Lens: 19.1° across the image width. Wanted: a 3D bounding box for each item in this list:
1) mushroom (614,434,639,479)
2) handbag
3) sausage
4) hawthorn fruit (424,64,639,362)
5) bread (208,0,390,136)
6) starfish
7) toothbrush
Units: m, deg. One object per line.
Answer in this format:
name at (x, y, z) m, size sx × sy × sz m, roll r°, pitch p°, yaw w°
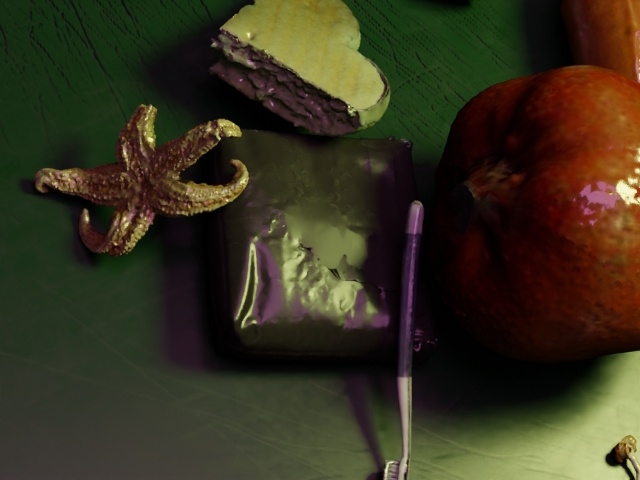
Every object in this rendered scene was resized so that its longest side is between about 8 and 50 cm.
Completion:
mushroom at (0.293, 0.317, 1.792) m, size 0.028 × 0.026 × 0.286 m, roll 2°, pitch 64°, yaw 4°
handbag at (0.000, 0.000, 1.840) m, size 0.223 × 0.080 × 0.246 m, roll 2°, pitch 63°, yaw -14°
sausage at (0.326, -0.208, 2.009) m, size 0.133 × 0.133 × 0.258 m, roll 2°, pitch 63°, yaw -14°
hawthorn fruit at (0.252, -0.028, 1.815) m, size 0.311 × 0.295 × 0.295 m, roll -13°, pitch 67°, yaw -26°
bread at (-0.028, -0.179, 1.901) m, size 0.173 × 0.064 × 0.232 m, roll 0°, pitch 41°, yaw -24°
starfish at (-0.174, -0.061, 1.803) m, size 0.210 × 0.053 × 0.150 m, roll 0°, pitch 73°, yaw 16°
toothbrush at (0.078, 0.106, 1.783) m, size 0.026 × 0.024 × 0.288 m, roll 4°, pitch 86°, yaw -4°
